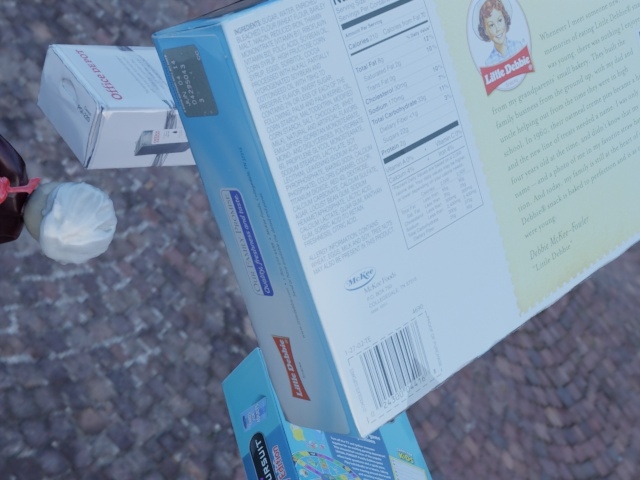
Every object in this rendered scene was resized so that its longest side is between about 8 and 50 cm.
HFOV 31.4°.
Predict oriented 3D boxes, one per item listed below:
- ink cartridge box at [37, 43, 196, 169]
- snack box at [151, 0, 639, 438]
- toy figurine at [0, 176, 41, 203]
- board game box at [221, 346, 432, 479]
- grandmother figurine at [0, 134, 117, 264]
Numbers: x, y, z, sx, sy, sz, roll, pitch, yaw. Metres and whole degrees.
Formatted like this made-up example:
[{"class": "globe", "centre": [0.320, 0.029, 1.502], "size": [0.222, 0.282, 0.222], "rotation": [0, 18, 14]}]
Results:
[{"class": "ink cartridge box", "centre": [-0.216, -0.167, 1.406], "size": [0.218, 0.092, 0.158], "rotation": [-4, 38, -39]}, {"class": "snack box", "centre": [0.088, -0.065, 0.562], "size": [0.322, 0.060, 0.187], "rotation": [-29, 110, -34]}, {"class": "toy figurine", "centre": [-0.414, -0.155, 0.925], "size": [0.362, 0.191, 0.217], "rotation": [51, -14, 20]}, {"class": "board game box", "centre": [0.036, 0.306, 1.344], "size": [0.254, 0.079, 0.336], "rotation": [23, 32, -38]}, {"class": "grandmother figurine", "centre": [-0.377, -0.068, 1.197], "size": [0.342, 0.208, 0.104], "rotation": [21, 54, 4]}]
